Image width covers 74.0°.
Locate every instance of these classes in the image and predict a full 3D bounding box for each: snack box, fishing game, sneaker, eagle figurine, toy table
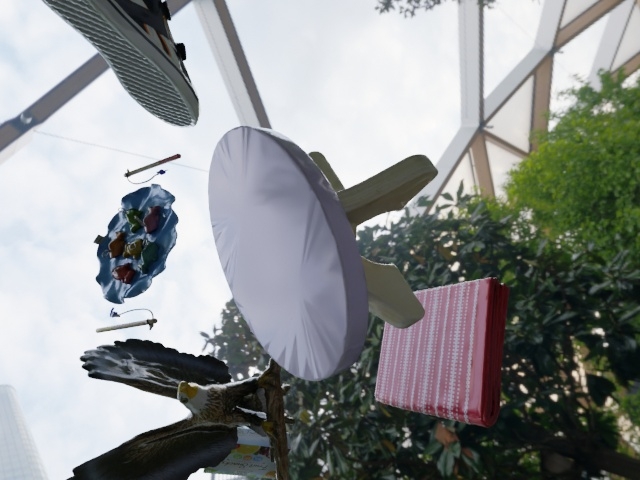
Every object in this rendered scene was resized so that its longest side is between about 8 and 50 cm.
[{"bbox_3d":[-0.137,0.397,0.793,0.141,0.037,0.100,14,-60,-15],"label":"snack box"},{"bbox_3d":[-0.278,-0.001,0.615,0.041,0.189,0.263,28,-120,-51],"label":"fishing game"},{"bbox_3d":[-0.280,-0.322,0.666,0.321,0.126,0.127,56,-135,-56],"label":"sneaker"},{"bbox_3d":[-0.198,0.256,0.643,0.299,0.226,0.225,-9,-69,3],"label":"eagle figurine"},{"bbox_3d":[0.000,0.000,0.473,0.161,0.252,0.274,-6,-110,-44],"label":"toy table"}]

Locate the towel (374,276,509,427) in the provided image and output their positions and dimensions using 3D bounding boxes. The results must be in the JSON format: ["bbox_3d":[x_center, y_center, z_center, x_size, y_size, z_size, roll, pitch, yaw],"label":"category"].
[{"bbox_3d":[0.178,0.170,0.670,0.031,0.275,0.198,19,-110,-19],"label":"towel"}]
